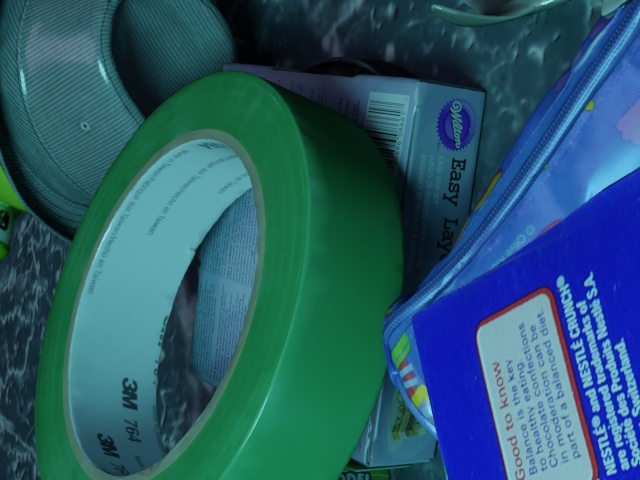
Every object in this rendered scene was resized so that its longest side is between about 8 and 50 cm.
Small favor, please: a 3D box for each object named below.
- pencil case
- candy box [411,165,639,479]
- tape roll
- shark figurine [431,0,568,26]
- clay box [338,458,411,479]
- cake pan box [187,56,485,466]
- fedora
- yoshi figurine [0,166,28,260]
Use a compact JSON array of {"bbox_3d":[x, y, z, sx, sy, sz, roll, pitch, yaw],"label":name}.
[{"bbox_3d":[0.144,-0.022,0.614,0.306,0.133,0.119,-56,23,28],"label":"pencil case"},{"bbox_3d":[0.206,0.127,0.377,0.122,0.317,0.268,-37,57,50],"label":"candy box"},{"bbox_3d":[-0.078,0.051,0.810,0.321,0.077,0.321,-29,51,44],"label":"tape roll"},{"bbox_3d":[0.168,-0.220,0.672,0.278,0.166,0.116,108,171,-48],"label":"shark figurine"},{"bbox_3d":[-0.047,0.183,0.891,0.222,0.127,0.053,-11,79,54],"label":"clay box"},{"bbox_3d":[0.000,0.000,0.890,0.245,0.070,0.267,13,98,52],"label":"cake pan box"},{"bbox_3d":[-0.143,-0.120,0.978,0.124,0.244,0.275,7,138,32],"label":"fedora"},{"bbox_3d":[-0.265,-0.130,1.137,0.362,0.203,0.203,-95,28,-44],"label":"yoshi figurine"}]
